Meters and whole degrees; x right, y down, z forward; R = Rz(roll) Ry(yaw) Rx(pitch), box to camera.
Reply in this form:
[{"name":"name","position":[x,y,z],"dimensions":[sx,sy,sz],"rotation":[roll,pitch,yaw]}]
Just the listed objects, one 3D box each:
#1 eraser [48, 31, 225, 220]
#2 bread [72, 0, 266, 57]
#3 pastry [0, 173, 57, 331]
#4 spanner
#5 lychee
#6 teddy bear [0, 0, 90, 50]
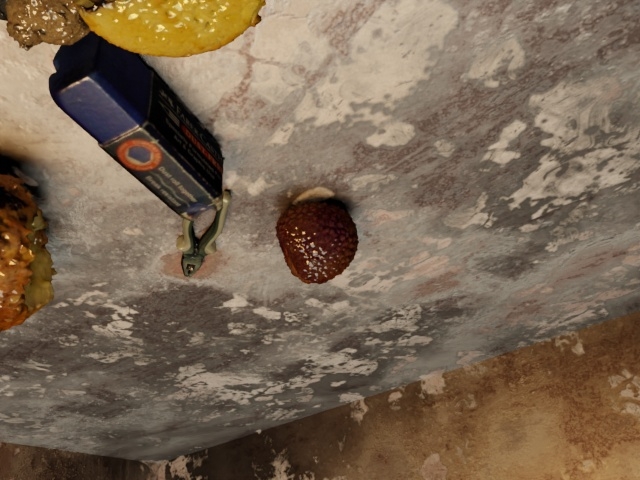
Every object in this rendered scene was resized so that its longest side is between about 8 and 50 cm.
[{"name":"eraser","position":[-0.278,-0.180,0.840],"dimensions":[0.101,0.155,0.332],"rotation":[-20,142,14]},{"name":"bread","position":[-0.170,-0.322,0.653],"dimensions":[0.260,0.161,0.147],"rotation":[-18,151,4]},{"name":"pastry","position":[-0.677,0.013,0.924],"dimensions":[0.336,0.293,0.405],"rotation":[5,160,-18]},{"name":"spanner","position":[-0.279,-0.008,1.181],"dimensions":[0.095,0.040,0.325],"rotation":[8,141,-20]},{"name":"lychee","position":[0.000,0.000,1.134],"dimensions":[0.187,0.188,0.188],"rotation":[-5,145,-3]},{"name":"teddy bear","position":[-0.430,-0.315,0.649],"dimensions":[0.251,0.182,0.130],"rotation":[3,108,-12]}]
